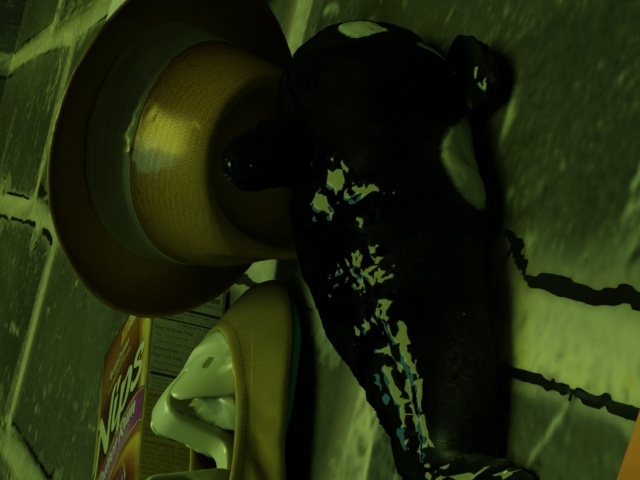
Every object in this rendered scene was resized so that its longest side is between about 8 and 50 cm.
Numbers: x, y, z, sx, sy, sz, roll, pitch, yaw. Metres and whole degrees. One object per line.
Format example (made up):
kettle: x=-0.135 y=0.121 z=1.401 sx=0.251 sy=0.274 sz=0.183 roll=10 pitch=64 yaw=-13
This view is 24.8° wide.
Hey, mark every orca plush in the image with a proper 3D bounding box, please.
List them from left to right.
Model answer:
orca plush: x=0.000 y=0.000 z=0.594 sx=0.151 sy=0.102 sz=0.287 roll=128 pitch=150 yaw=-49

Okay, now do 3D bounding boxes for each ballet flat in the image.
ballet flat: x=-0.050 y=0.106 z=0.703 sx=0.080 sy=0.073 sz=0.232 roll=124 pitch=154 yaw=-43

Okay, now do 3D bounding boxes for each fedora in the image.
fedora: x=-0.048 y=-0.040 z=0.729 sx=0.079 sy=0.194 sz=0.194 roll=21 pitch=98 yaw=34

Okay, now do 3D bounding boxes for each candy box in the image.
candy box: x=-0.100 y=0.126 z=0.869 sx=0.109 sy=0.053 sz=0.186 roll=125 pitch=154 yaw=-47

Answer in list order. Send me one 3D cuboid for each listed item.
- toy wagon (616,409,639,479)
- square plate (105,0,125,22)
toy wagon: x=0.124 y=0.070 z=0.242 sx=0.344 sy=0.068 sz=0.267 roll=127 pitch=151 yaw=-49
square plate: x=-0.112 y=-0.192 z=1.144 sx=0.347 sy=0.049 sz=0.344 roll=-101 pitch=32 yaw=-52
